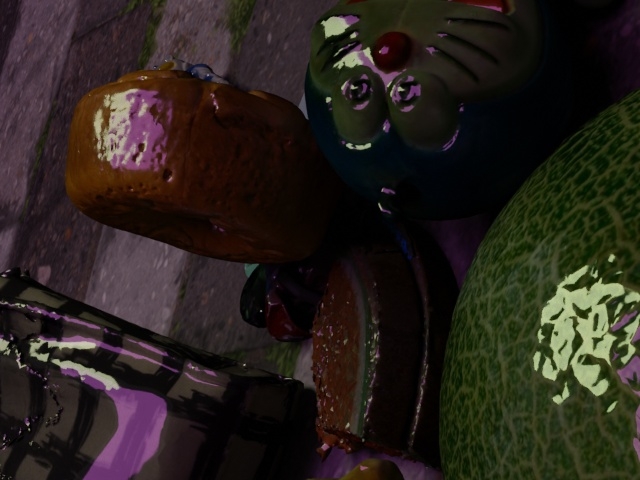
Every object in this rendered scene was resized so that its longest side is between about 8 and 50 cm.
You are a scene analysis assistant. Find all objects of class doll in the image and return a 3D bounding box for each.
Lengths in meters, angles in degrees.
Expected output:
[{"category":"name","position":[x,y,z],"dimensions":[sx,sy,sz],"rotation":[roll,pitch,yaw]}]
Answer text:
[{"category":"doll","position":[-0.135,-0.133,1.834],"dimensions":[0.114,0.057,0.227],"rotation":[-62,31,19]},{"category":"doll","position":[0.104,-0.145,1.307],"dimensions":[0.198,0.186,0.322],"rotation":[10,59,31]}]

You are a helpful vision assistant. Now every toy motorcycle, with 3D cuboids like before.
[{"category":"toy motorcycle","position":[-0.001,0.000,1.481],"dimensions":[0.213,0.082,0.122],"rotation":[-56,32,18]}]

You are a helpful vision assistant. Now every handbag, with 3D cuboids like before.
[{"category":"handbag","position":[-0.219,0.212,1.493],"dimensions":[0.327,0.162,0.325],"rotation":[20,90,24]}]

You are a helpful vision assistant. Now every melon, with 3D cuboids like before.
[{"category":"melon","position":[0.184,0.073,1.019],"dimensions":[0.343,0.226,0.331],"rotation":[59,140,41]}]

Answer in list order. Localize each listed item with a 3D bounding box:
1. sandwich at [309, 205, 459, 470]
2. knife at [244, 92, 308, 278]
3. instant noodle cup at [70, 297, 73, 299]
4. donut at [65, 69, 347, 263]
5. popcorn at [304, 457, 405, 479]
[{"category":"sandwich","position":[0.039,0.072,1.366],"dimensions":[0.159,0.079,0.235],"rotation":[-30,46,49]},{"category":"knife","position":[-0.023,-0.074,1.635],"dimensions":[0.063,0.034,0.260],"rotation":[-36,34,58]},{"category":"instant noodle cup","position":[-0.208,0.166,1.676],"dimensions":[0.177,0.125,0.208],"rotation":[-21,54,54]},{"category":"donut","position":[-0.091,-0.057,1.384],"dimensions":[0.226,0.226,0.114],"rotation":[-6,66,58]},{"category":"popcorn","position":[-0.009,0.265,1.208],"dimensions":[0.217,0.181,0.235],"rotation":[-21,53,54]}]
